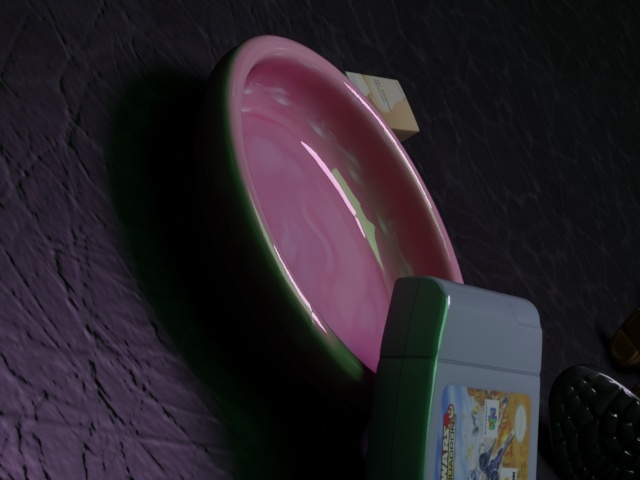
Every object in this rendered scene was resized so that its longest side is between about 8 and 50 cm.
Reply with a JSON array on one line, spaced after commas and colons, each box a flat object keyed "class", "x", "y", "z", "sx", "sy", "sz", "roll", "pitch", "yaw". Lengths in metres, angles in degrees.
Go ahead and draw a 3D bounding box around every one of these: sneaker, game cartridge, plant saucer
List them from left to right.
[{"class": "plant saucer", "x": 0.000, "y": 0.000, "z": 1.383, "sx": 0.332, "sy": 0.084, "sz": 0.332, "roll": 44, "pitch": 30, "yaw": -34}, {"class": "game cartridge", "x": 0.100, "y": 0.181, "z": 1.298, "sx": 0.198, "sy": 0.062, "sz": 0.297, "roll": 15, "pitch": 77, "yaw": -62}, {"class": "sneaker", "x": 0.302, "y": 0.210, "z": 1.765, "sx": 0.283, "sy": 0.107, "sz": 0.124, "roll": 51, "pitch": 12, "yaw": -31}]

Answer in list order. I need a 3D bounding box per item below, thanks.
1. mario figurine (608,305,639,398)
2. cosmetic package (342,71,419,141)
[{"class": "mario figurine", "x": 0.478, "y": 0.126, "z": 2.059, "sx": 0.320, "sy": 0.170, "sz": 0.198, "roll": -1, "pitch": 100, "yaw": -54}, {"class": "cosmetic package", "x": 0.044, "y": -0.121, "z": 1.636, "sx": 0.115, "sy": 0.041, "sz": 0.060, "roll": -5, "pitch": 69, "yaw": -63}]
